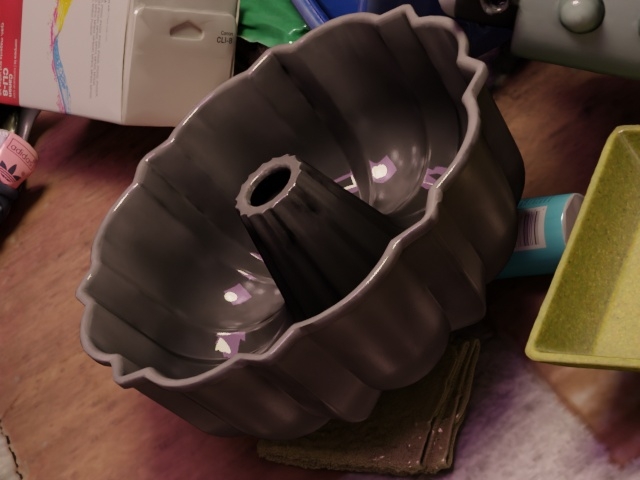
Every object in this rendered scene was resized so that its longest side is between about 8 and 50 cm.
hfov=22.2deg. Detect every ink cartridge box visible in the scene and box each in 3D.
[{"bbox_3d":[-0.176,-0.169,1.403,0.176,0.128,0.127,12,101,41],"label":"ink cartridge box"}]

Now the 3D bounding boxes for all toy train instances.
[{"bbox_3d":[0.237,-0.167,1.065,0.334,0.142,0.190,14,30,8],"label":"toy train"}]

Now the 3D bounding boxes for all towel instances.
[{"bbox_3d":[0.033,0.110,1.104,0.148,0.027,0.110,-1,51,32],"label":"towel"}]

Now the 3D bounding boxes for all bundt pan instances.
[{"bbox_3d":[0.000,0.000,1.105,0.331,0.124,0.331,-28,35,22],"label":"bundt pan"}]

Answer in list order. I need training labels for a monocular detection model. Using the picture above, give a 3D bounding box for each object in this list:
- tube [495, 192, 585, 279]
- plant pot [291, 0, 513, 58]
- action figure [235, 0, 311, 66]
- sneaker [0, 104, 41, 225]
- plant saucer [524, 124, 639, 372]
[{"bbox_3d":[0.093,0.003,1.156,0.207,0.052,0.080,-6,43,36],"label":"tube"},{"bbox_3d":[0.094,-0.275,1.264,0.212,0.236,0.236,-8,36,-18],"label":"plant pot"},{"bbox_3d":[-0.041,-0.199,1.427,0.137,0.063,0.232,-44,37,-14],"label":"action figure"},{"bbox_3d":[-0.314,-0.037,1.412,0.131,0.112,0.319,-20,43,20],"label":"sneaker"},{"bbox_3d":[0.240,0.013,0.973,0.188,0.045,0.188,2,52,36],"label":"plant saucer"}]
